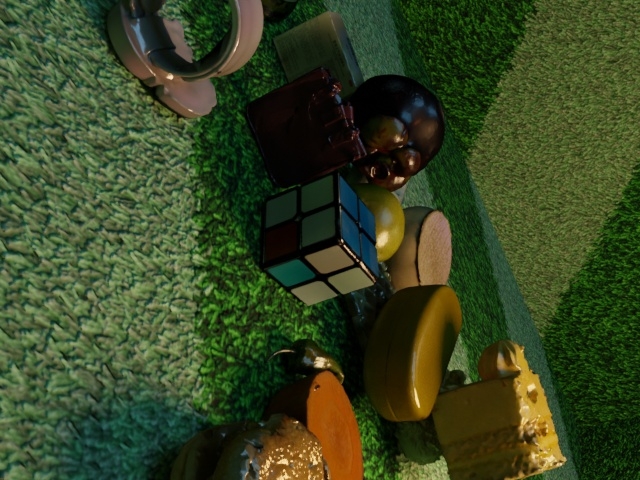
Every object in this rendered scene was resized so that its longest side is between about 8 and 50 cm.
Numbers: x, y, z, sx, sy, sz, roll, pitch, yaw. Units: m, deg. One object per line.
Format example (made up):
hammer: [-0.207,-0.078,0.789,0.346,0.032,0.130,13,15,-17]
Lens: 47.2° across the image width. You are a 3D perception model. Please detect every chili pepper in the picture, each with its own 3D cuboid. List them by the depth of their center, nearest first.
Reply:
chili pepper: [-0.017,0.224,1.364,0.204,0.072,0.073,45,46,-50]

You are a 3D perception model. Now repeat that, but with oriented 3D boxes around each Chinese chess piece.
Chinese chess piece: [0.264,0.042,1.975,0.270,0.112,0.270,-10,102,-59]

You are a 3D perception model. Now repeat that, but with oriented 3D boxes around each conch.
conch: [0.141,-0.141,1.944,0.185,0.121,0.221,62,26,6]

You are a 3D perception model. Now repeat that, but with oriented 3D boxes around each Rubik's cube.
Rubik's cube: [-0.001,0.000,1.450,0.167,0.180,0.183,47,34,-44]

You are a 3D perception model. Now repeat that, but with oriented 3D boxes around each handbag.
handbag: [-0.029,-0.232,1.531,0.203,0.216,0.074,65,22,-5]

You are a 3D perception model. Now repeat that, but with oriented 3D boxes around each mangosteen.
mangosteen: [0.162,-0.256,1.757,0.233,0.287,0.287,40,21,11]

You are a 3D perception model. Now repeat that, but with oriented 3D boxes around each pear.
pear: [0.105,-0.040,1.694,0.198,0.198,0.198,47,32,-42]

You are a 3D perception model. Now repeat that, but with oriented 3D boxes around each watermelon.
watermelon: [-0.123,-0.614,1.838,0.119,0.063,0.245,51,29,2]

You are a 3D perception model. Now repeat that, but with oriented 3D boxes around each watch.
watch: [-0.201,-0.348,1.227,0.244,0.231,0.196,62,22,-11]

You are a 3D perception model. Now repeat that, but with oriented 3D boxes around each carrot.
carrot: [0.004,0.360,1.276,0.307,0.100,0.258,-16,89,-69]

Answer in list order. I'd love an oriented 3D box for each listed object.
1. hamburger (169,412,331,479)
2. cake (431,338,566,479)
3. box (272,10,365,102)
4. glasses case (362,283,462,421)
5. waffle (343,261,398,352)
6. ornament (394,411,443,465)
hamburger: [-0.083,0.385,0.984,0.318,0.158,0.318,48,31,-42]
cake: [0.380,0.379,1.615,0.222,0.227,0.286,19,53,-61]
box: [0.002,-0.434,1.816,0.095,0.168,0.212,-19,89,-65]
glasses case: [0.197,0.227,1.618,0.371,0.141,0.173,-56,131,-50]
waffle: [0.141,0.183,1.759,0.292,0.056,0.309,-20,91,-64]
ornament: [0.264,0.444,1.747,0.130,0.120,0.285,53,21,13]
